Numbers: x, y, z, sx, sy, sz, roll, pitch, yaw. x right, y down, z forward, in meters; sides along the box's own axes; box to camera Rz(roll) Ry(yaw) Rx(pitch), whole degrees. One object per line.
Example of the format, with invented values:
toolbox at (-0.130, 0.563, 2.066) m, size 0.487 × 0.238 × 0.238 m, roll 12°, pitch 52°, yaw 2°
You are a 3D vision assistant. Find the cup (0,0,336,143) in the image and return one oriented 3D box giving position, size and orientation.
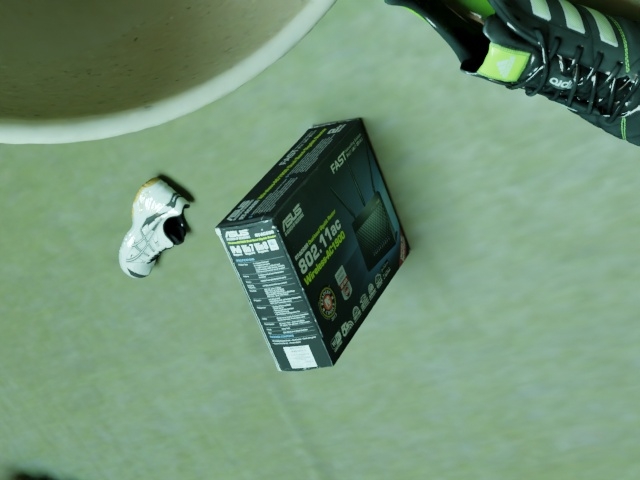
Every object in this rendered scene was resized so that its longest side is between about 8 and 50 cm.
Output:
cup at (-0.152, -0.222, 0.491) m, size 0.237 × 0.331 × 0.331 m, roll 23°, pitch 138°, yaw 57°

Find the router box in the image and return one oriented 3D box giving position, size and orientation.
router box at (0.000, 0.000, 0.643) m, size 0.038 × 0.122 × 0.092 m, roll -9°, pitch 116°, yaw 31°

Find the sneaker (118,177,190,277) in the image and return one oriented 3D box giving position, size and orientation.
sneaker at (-0.109, -0.001, 0.773) m, size 0.037 × 0.032 × 0.083 m, roll 30°, pitch 132°, yaw 12°

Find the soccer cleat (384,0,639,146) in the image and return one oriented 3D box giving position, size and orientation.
soccer cleat at (0.109, -0.087, 0.547) m, size 0.179 × 0.072 × 0.060 m, roll 33°, pitch 133°, yaw 9°
